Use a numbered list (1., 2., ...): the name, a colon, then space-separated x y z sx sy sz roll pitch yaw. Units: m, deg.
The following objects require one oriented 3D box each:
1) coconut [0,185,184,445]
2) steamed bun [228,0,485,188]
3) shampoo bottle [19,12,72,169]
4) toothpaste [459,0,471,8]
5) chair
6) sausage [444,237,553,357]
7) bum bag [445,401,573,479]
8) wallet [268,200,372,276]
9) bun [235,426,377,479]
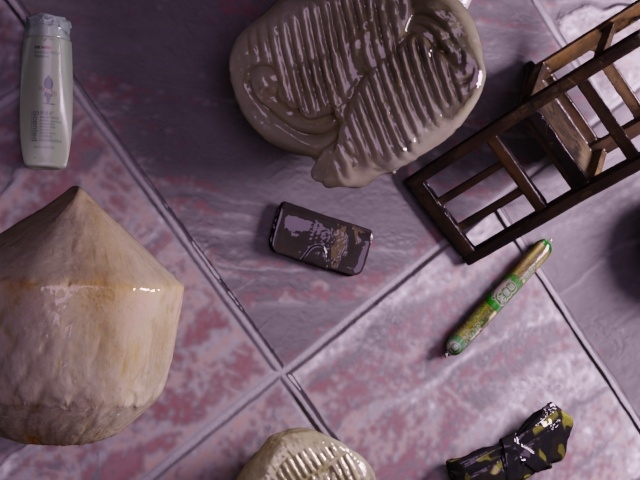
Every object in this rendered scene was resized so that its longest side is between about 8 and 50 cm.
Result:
1. coconut: -0.323 0.091 1.380 0.329 0.329 0.329 0 89 -19
2. steamed bun: 0.063 -0.244 1.556 0.310 0.219 0.324 44 101 1
3. shampoo bottle: -0.378 -0.204 1.483 0.072 0.049 0.212 0 89 -15
4. toothpaste: 0.174 -0.302 1.681 0.071 0.045 0.193 25 87 -9
5. chair: 0.369 -0.168 1.683 0.203 0.416 0.240 52 30 -12
6. sausage: 0.285 0.089 1.713 0.269 0.033 0.033 -45 103 -15
7. bum bag: 0.307 0.340 1.703 0.232 0.060 0.106 -25 106 -16
8. wallet: 0.000 0.000 1.626 0.157 0.018 0.082 19 83 -19
9. bun: -0.029 0.378 1.548 0.220 0.134 0.220 -1 95 -14
